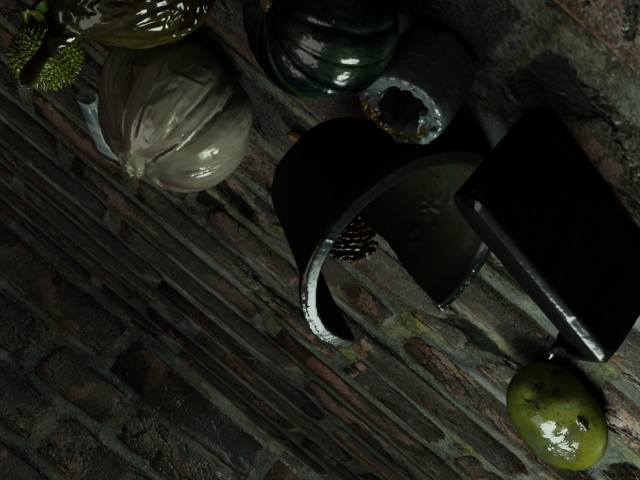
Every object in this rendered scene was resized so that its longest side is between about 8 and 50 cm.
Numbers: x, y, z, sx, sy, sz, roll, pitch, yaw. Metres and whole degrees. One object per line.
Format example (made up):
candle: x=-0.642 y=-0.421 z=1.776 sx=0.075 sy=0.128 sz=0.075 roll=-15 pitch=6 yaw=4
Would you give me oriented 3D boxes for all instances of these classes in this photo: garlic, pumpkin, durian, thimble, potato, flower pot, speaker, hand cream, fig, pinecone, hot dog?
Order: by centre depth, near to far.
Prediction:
pumpkin: x=0.013 y=-0.308 z=1.289 sx=0.250 sy=0.216 sz=0.250 roll=51 pitch=150 yaw=46
thimble: x=0.136 y=-0.215 z=1.377 sx=0.127 sy=0.118 sz=0.151 roll=43 pitch=155 yaw=-16
speaker: x=0.329 y=0.015 z=1.443 sx=0.388 sy=0.180 sz=0.184 roll=49 pitch=161 yaw=-21
fig: x=-0.325 y=-0.366 z=1.501 sx=0.286 sy=0.369 sz=0.286 roll=27 pitch=163 yaw=9
flower pot: x=0.076 y=-0.052 z=1.567 sx=0.251 sy=0.379 sz=0.379 roll=50 pitch=168 yaw=39
garlic: x=-0.263 y=-0.216 z=1.803 sx=0.317 sy=0.259 sz=0.317 roll=36 pitch=155 yaw=19
hot dog: x=-0.026 y=-0.180 z=1.813 sx=0.083 sy=0.021 sz=0.037 roll=32 pitch=177 yaw=9
potato: x=0.451 y=0.342 z=1.893 sx=0.197 sy=0.149 sz=0.228 roll=11 pitch=144 yaw=23
pinecone: x=0.063 y=-0.004 z=1.915 sx=0.102 sy=0.102 sz=0.109 roll=30 pitch=145 yaw=22
durian: x=-0.587 y=-0.393 z=2.106 sx=0.159 sy=0.146 sz=0.198 roll=40 pitch=161 yaw=-6
hand cream: x=-0.525 y=-0.270 z=2.365 sx=0.079 sy=0.048 sz=0.255 roll=30 pitch=156 yaw=18

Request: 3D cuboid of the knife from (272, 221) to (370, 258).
knife: x=0.001 y=-0.001 z=2.097 sx=0.256 sy=0.022 sz=0.046 roll=16 pitch=141 yaw=36

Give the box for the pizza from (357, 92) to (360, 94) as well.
pizza: x=0.035 y=-0.279 z=1.512 sx=0.131 sy=0.041 sz=0.178 roll=34 pitch=157 yaw=6
